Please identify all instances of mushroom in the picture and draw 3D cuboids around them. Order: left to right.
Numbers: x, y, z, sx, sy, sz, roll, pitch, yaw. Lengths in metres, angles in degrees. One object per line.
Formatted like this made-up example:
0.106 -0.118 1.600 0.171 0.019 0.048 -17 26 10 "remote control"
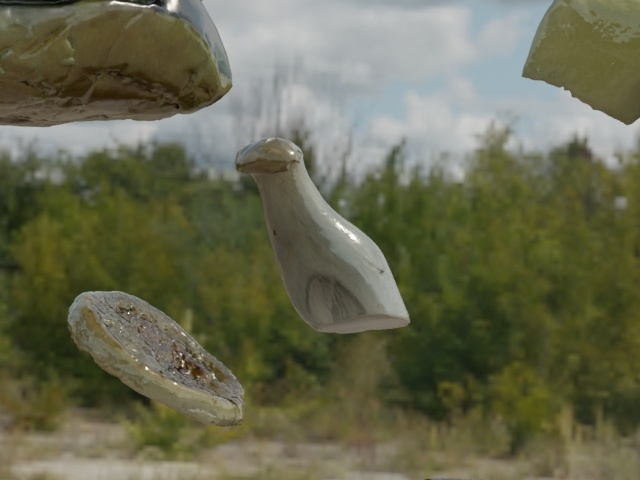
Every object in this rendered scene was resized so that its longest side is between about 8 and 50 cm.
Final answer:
0.000 0.000 1.511 0.093 0.225 0.116 -31 3 -31 "mushroom"

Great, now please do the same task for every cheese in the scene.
0.113 -0.079 0.584 0.060 0.084 0.041 27 -41 13 "cheese"

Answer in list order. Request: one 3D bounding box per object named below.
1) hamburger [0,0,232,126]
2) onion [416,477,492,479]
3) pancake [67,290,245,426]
-0.196 -0.135 1.016 0.285 0.134 0.265 5 -6 -42 "hamburger"
0.191 0.336 1.246 0.420 0.398 0.398 -36 -19 19 "onion"
-0.101 0.076 1.025 0.139 0.022 0.139 33 9 -6 "pancake"
